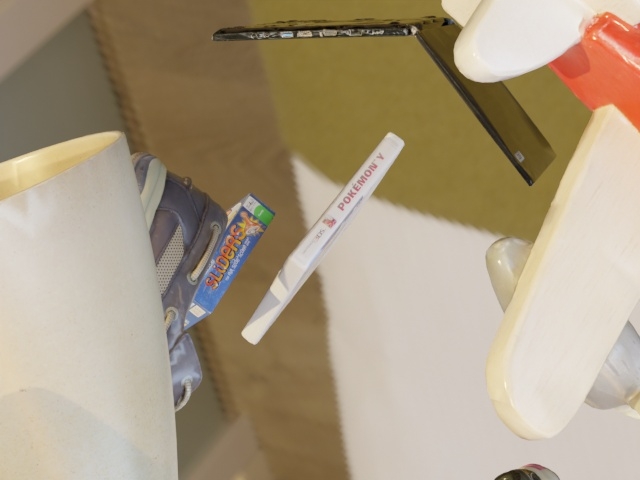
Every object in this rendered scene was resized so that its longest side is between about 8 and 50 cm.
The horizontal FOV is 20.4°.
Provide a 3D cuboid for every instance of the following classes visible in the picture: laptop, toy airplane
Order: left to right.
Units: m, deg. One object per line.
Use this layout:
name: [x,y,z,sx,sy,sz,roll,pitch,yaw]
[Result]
laptop: [0.064,-0.126,1.552,0.264,0.234,0.136,0,98,12]
toy airplane: [0.245,-0.070,1.203,0.272,0.386,0.384,114,142,-65]

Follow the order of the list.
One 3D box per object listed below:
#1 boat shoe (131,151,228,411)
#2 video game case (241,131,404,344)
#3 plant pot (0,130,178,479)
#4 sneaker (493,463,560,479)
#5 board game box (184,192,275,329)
boat shoe: [-0.162,0.103,1.497,0.130,0.355,0.132,22,167,-19]
video game case: [0.000,0.000,1.781,0.023,0.183,0.201,37,150,2]
plant pot: [-0.205,0.096,1.231,0.256,0.256,0.274,-9,107,45]
sneaker: [0.151,0.280,1.564,0.072,0.178,0.077,11,176,36]
board game box: [-0.133,0.042,1.778,0.035,0.136,0.201,40,146,-12]
